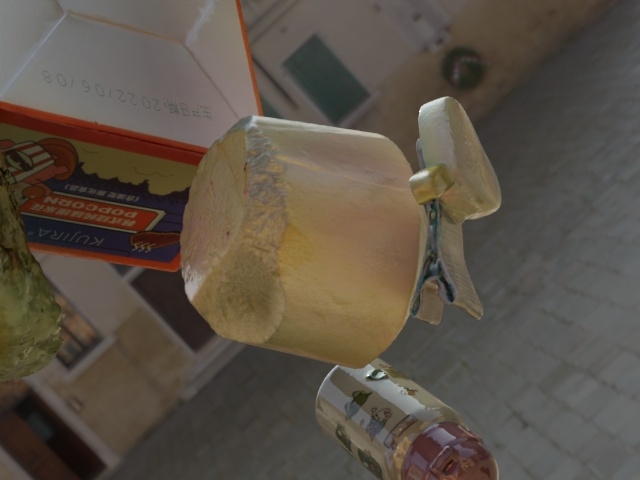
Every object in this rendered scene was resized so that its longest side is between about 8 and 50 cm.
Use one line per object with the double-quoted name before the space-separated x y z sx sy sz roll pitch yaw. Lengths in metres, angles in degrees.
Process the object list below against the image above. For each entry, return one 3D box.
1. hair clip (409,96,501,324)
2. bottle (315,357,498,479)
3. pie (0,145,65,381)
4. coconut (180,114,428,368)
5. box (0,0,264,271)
"hair clip" 0.114 -0.036 1.203 0.071 0.159 0.218 -10 66 27
"bottle" 0.104 0.230 1.498 0.120 0.120 0.253 -44 36 -10
"pie" -0.414 -0.012 1.257 0.395 0.418 0.180 7 37 33
"coconut" 0.000 0.000 1.301 0.239 0.244 0.239 -41 43 54
"box" -0.283 -0.172 1.523 0.349 0.318 0.257 10 -36 -35
